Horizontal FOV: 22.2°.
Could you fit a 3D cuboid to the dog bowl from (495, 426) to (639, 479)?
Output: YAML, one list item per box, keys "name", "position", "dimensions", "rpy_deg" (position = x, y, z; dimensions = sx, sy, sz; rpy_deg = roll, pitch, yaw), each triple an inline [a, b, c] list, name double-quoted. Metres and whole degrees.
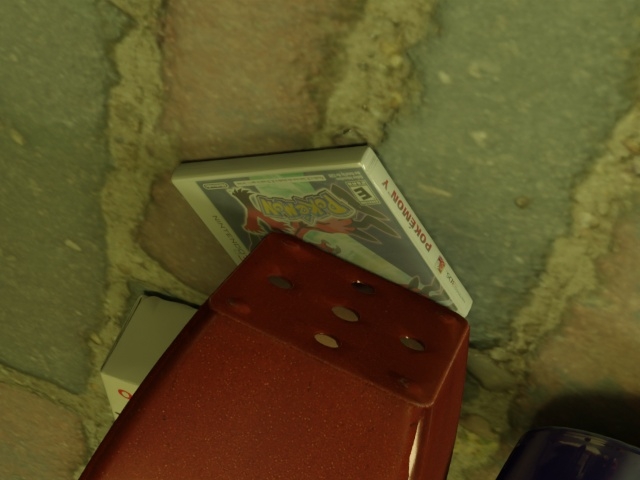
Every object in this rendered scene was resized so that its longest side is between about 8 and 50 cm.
- name: "dog bowl"
  position: [0.263, 0.270, 1.381]
  dimensions: [0.264, 0.104, 0.265]
  rpy_deg: [28, 160, 11]

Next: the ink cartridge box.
- name: "ink cartridge box"
  position: [-0.101, 0.177, 1.573]
  dimensions: [0.172, 0.100, 0.237]
  rpy_deg: [15, 145, 17]

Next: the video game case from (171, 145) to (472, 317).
- name: "video game case"
  position: [0.000, 0.000, 1.332]
  dimensions: [0.201, 0.023, 0.183]
  rpy_deg: [-3, 136, 39]

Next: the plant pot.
- name: "plant pot"
  position: [-0.019, 0.152, 1.277]
  dimensions: [0.267, 0.267, 0.236]
  rpy_deg: [25, 113, 6]
